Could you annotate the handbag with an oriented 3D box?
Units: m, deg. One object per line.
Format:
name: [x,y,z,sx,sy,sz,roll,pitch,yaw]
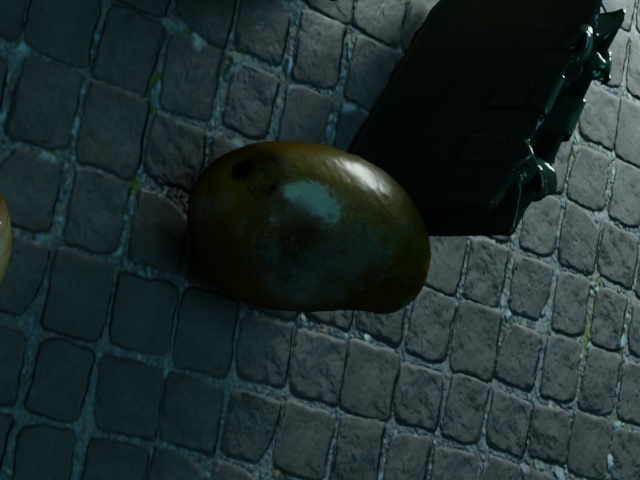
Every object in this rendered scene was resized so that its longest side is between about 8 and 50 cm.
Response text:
handbag: [0.179,-0.143,1.995,0.089,0.238,0.326,52,56,-36]

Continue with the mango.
mango: [0.000,0.000,1.853,0.316,0.193,0.146,27,34,-40]

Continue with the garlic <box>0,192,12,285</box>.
garlic: [-0.372,0.013,1.545,0.245,0.145,0.164,-6,62,-43]
